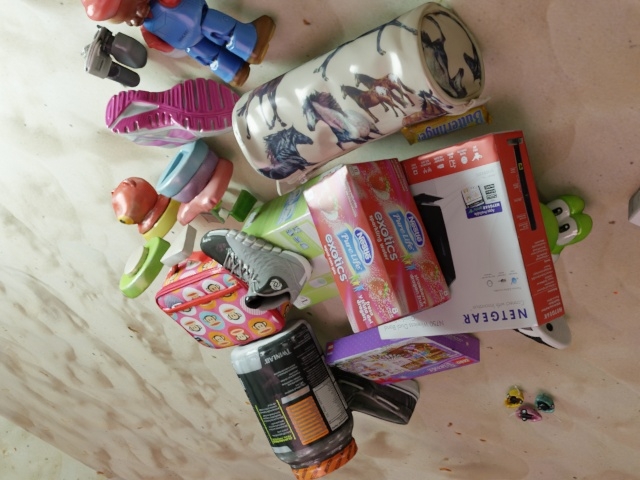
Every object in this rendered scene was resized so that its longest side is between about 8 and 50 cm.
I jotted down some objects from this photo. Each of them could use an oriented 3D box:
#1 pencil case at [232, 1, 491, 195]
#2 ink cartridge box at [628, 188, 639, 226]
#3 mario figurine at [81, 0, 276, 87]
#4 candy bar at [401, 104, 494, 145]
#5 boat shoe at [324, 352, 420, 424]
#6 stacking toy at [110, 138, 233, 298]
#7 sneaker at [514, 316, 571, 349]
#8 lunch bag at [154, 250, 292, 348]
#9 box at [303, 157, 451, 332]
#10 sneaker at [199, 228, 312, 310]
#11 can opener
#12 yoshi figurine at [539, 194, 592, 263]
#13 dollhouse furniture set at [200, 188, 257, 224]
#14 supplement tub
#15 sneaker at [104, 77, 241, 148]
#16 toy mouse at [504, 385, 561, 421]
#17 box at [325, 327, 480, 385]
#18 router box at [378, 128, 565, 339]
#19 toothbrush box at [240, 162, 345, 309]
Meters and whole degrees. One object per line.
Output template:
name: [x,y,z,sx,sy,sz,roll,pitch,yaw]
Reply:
pencil case: [0.056,-0.217,1.261,0.410,0.160,0.183,-18,106,39]
ink cartridge box: [0.667,-0.065,1.253,0.275,0.060,0.239,22,141,-1]
mario figurine: [-0.230,-0.385,1.261,0.321,0.170,0.198,26,107,-24]
candy bar: [0.211,-0.193,1.340,0.162,0.018,0.040,-11,132,35]
boat shoe: [0.075,0.370,1.993,0.335,0.119,0.121,11,141,12]
stacking toy: [-0.321,-0.055,1.542,0.130,0.279,0.309,37,135,-22]
sneaker: [0.395,0.159,1.639,0.217,0.079,0.121,37,143,-7]
lunch bag: [-0.231,0.120,1.845,0.293,0.120,0.258,-21,122,39]
box: [0.091,0.006,1.312,0.123,0.128,0.256,-28,79,47]
sneaker: [-0.139,0.062,1.519,0.229,0.132,0.086,15,139,10]
can opener: [-0.320,-0.286,1.297,0.093,0.074,0.280,22,-176,-6]
yoshi figurine: [0.292,0.022,1.421,0.362,0.203,0.203,-34,104,35]
dollhouse furniture set: [-0.203,-0.076,1.664,0.152,0.058,0.076,6,151,49]
supplement tub: [-0.054,0.371,1.881,0.207,0.207,0.337,-22,94,41]
sneaker: [-0.252,-0.224,1.457,0.252,0.102,0.111,0,167,9]
toy mouse: [0.503,0.391,1.896,0.143,0.031,0.161,18,142,4]
box: [0.181,0.251,1.812,0.201,0.057,0.293,27,145,-36]
router box: [0.212,0.002,1.341,0.335,0.082,0.301,-14,89,48]
toothbrush box: [0.000,0.000,1.584,0.283,0.122,0.206,-24,123,40]
